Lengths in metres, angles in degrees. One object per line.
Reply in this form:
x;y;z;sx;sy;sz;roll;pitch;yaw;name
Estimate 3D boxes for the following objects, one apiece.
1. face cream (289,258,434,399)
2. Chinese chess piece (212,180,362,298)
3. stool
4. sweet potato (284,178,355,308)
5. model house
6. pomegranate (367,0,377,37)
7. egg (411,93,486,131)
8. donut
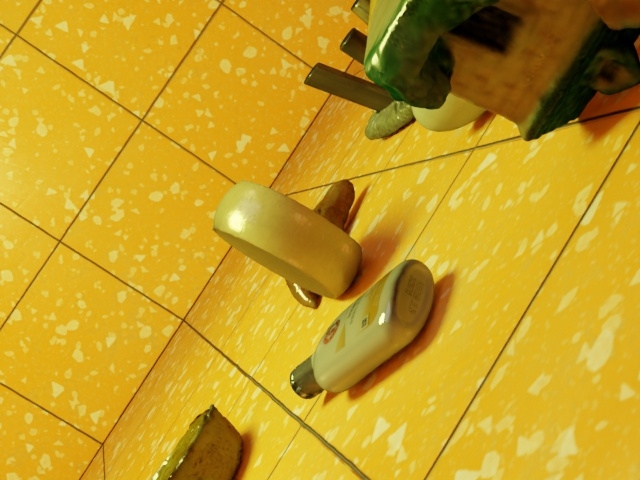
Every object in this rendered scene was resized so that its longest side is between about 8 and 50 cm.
0.049;0.139;1.353;0.291;0.071;0.144;-45;15;47;face cream
-0.057;-0.001;1.694;0.102;0.273;0.273;-60;11;-9;Chinese chess piece
0.151;-0.412;2.128;0.310;0.226;0.310;-58;11;-19;stool
-0.014;0.003;1.954;0.106;0.095;0.355;-3;43;22;sweet potato
0.274;-0.298;1.057;0.335;0.342;0.382;-79;15;-44;model house
0.212;-0.395;1.741;0.260;0.260;0.260;-53;11;15;pomegranate
0.224;-0.270;1.580;0.209;0.151;0.151;-55;11;10;egg
-0.224;0.411;1.683;0.272;0.107;0.272;-52;6;8;donut
